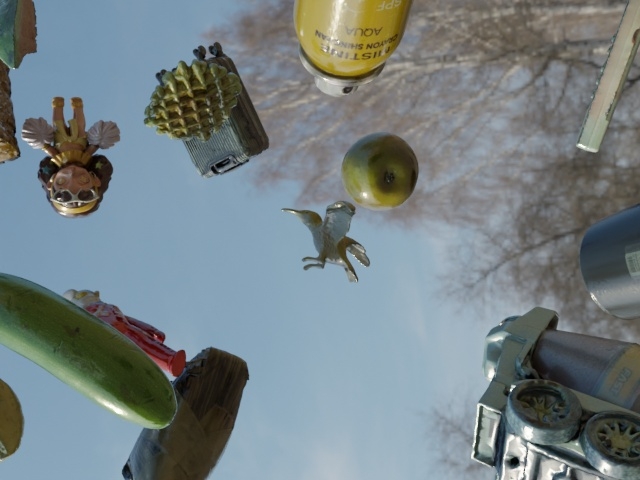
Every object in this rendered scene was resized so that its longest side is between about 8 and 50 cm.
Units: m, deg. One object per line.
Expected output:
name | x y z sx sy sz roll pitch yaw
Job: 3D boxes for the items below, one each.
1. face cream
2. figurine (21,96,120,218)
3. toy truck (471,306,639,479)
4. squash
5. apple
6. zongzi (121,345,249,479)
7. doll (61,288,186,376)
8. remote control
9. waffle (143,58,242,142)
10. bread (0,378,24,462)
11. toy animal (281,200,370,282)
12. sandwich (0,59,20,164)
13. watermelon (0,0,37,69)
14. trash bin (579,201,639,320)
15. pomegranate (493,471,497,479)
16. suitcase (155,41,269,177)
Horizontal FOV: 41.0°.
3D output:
face cream | 0.038 -0.247 0.692 0.349 0.104 0.105 105 -179 -57
figurine | -0.465 -0.160 1.602 0.116 0.174 0.240 149 115 -70
toy truck | 0.208 0.127 0.514 0.140 0.256 0.108 -45 -37 -45
squash | -0.282 0.113 0.950 0.082 0.292 0.082 -58 -5 -9
apple | 0.068 -0.076 0.960 0.074 0.089 0.090 -138 33 -66
zongzi | -0.219 0.336 1.484 0.290 0.154 0.317 -64 12 -4
doll | -0.401 0.170 1.620 0.188 0.384 0.099 10 -86 -38
remote control | 0.548 -0.332 1.562 0.145 0.050 0.344 -43 -30 -56
waffle | -0.240 -0.261 1.615 0.169 0.183 0.036 9 -141 -39
bread | -0.510 0.263 1.288 0.156 0.086 0.125 57 -162 -9
toy animal | 0.000 0.000 1.349 0.219 0.155 0.095 86 -159 -67
sandwich | -0.674 -0.239 1.536 0.095 0.248 0.273 55 -163 -62
watermelon | -0.472 -0.345 1.283 0.080 0.101 0.155 -38 -40 -70
trash bin | 0.559 0.007 1.246 0.214 0.334 0.214 7 -108 -22
pomegranate | 0.393 0.460 1.640 0.122 0.122 0.162 -43 -46 -57
suitcase | -0.274 -0.327 2.191 0.128 0.202 0.312 -33 -81 -55
